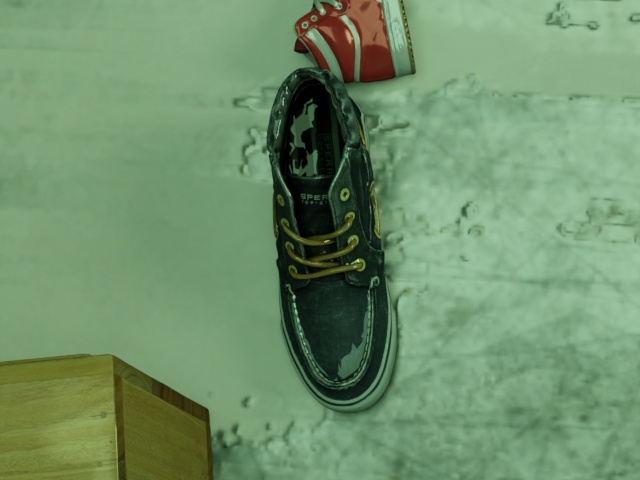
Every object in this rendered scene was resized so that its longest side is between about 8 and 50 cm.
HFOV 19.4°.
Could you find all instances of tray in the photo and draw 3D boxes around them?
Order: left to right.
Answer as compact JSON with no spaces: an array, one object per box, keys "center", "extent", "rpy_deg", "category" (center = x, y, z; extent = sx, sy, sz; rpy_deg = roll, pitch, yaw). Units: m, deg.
[{"center":[-0.278,0.123,0.975],"extent":[0.411,0.203,0.076],"rpy_deg":[-5,77,8],"category":"tray"}]

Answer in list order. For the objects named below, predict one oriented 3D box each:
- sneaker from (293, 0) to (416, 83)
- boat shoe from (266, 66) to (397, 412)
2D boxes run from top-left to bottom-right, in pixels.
[{"center":[0.011,-0.145,1.062],"extent":[0.067,0.042,0.118],"rpy_deg":[-13,80,3],"category":"sneaker"},{"center":[0.000,0.000,1.015],"extent":[0.065,0.083,0.183],"rpy_deg":[-8,78,8],"category":"boat shoe"}]
